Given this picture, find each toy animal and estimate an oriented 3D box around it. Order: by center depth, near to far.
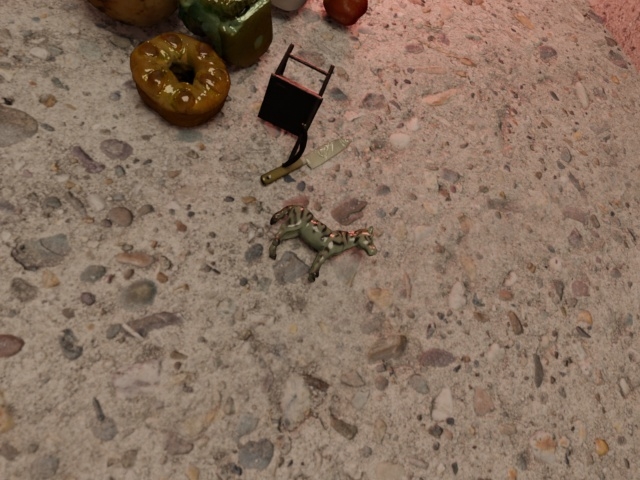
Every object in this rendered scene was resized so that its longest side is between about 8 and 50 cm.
[{"bbox_3d":[0.000,0.016,0.969,0.255,0.090,0.170,20,59,-14],"label":"toy animal"}]

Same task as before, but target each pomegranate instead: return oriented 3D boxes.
[{"bbox_3d":[-0.445,-0.654,0.971,0.281,0.281,0.281,7,67,-17],"label":"pomegranate"}]

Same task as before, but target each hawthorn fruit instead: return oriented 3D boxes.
[{"bbox_3d":[0.079,-0.729,1.272,0.138,0.133,0.133,30,62,-18],"label":"hawthorn fruit"}]

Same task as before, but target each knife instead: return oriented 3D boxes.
[{"bbox_3d":[-0.029,-0.206,1.083,0.298,0.017,0.047,-34,89,-29],"label":"knife"}]

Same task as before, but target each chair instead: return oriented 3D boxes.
[{"bbox_3d":[-0.072,-0.332,1.034,0.141,0.154,0.260,24,56,-9],"label":"chair"}]

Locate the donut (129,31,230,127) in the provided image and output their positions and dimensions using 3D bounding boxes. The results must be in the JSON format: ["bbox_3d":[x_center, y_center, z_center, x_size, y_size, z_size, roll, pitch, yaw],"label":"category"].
[{"bbox_3d":[-0.327,-0.381,0.989,0.227,0.114,0.226,7,67,-17],"label":"donut"}]

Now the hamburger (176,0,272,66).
[{"bbox_3d":[-0.235,-0.549,1.026,0.192,0.288,0.167,-40,87,-9],"label":"hamburger"}]

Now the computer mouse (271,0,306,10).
[{"bbox_3d":[-0.087,-0.804,1.247,0.184,0.121,0.297,36,76,-13],"label":"computer mouse"}]
